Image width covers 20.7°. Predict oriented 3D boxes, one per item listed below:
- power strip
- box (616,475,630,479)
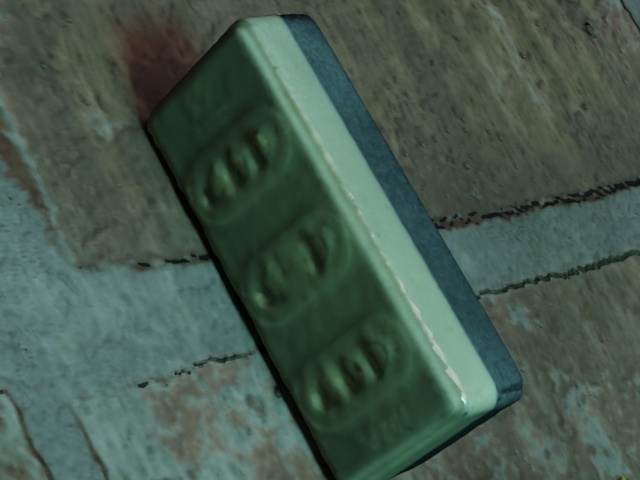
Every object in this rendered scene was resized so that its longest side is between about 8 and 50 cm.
[{"bbox_3d":[0.000,0.000,0.944,0.070,0.105,0.256,-10,66,-49],"label":"power strip"},{"bbox_3d":[0.235,0.253,0.886,0.265,0.097,0.168,26,39,-10],"label":"box"}]
